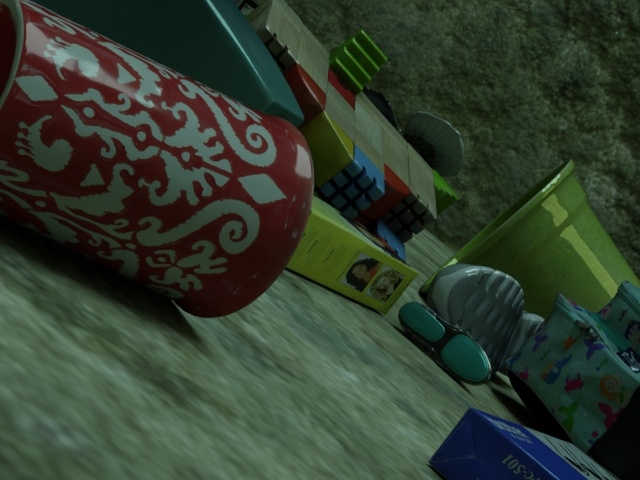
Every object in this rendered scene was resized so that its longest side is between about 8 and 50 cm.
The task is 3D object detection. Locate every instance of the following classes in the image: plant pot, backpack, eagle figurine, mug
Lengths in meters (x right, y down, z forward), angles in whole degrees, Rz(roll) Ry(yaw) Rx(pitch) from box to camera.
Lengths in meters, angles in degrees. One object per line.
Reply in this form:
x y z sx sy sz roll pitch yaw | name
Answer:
-0.138 -0.144 0.947 0.234 0.166 0.165 47 7 11 | plant pot
0.314 0.156 1.192 0.225 0.191 0.253 33 2 -28 | backpack
0.072 -0.107 1.776 0.225 0.226 0.298 17 13 -4 | eagle figurine
0.321 0.072 1.637 0.254 0.276 0.276 48 6 3 | plant pot
-0.114 -0.033 0.585 0.169 0.150 0.113 26 48 -43 | mug

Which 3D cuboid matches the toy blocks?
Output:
0.001 -0.099 1.301 0.381 0.191 0.261 46 20 -18 | toy blocks

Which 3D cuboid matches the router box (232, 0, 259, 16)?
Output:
-0.138 -0.252 1.654 0.046 0.179 0.133 43 7 28 | router box

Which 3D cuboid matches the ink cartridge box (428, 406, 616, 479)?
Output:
0.155 0.166 0.770 0.097 0.046 0.207 39 6 32 | ink cartridge box

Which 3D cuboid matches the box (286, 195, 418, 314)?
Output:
0.000 0.000 1.094 0.087 0.058 0.232 41 7 31 | box

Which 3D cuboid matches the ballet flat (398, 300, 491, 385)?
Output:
0.121 0.101 1.140 0.114 0.041 0.041 42 7 31 | ballet flat

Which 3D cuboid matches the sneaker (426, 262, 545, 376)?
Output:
0.155 0.086 1.285 0.115 0.105 0.281 24 -8 27 | sneaker
